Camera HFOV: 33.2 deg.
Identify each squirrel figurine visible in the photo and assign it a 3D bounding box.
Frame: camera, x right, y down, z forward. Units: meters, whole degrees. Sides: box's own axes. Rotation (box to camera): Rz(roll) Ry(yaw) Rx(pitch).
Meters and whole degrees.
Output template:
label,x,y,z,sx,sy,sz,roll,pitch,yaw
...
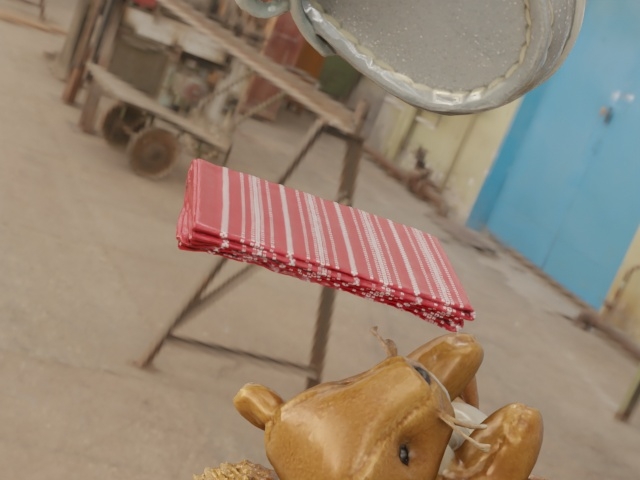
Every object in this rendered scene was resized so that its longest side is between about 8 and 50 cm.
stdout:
label,x,y,z,sx,sy,sz,roll,pitch,yaw
squirrel figurine,0.038,0.262,1.054,0.281,0.397,0.370,56,13,27

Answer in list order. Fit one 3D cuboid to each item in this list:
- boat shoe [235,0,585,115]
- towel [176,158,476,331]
label,x,y,z,sx,sy,sz,roll,pitch,yaw
boat shoe,-0.031,-0.151,0.296,0.320,0.118,0.103,53,37,-27
towel,0.000,0.000,1.014,0.274,0.031,0.199,17,20,-12
